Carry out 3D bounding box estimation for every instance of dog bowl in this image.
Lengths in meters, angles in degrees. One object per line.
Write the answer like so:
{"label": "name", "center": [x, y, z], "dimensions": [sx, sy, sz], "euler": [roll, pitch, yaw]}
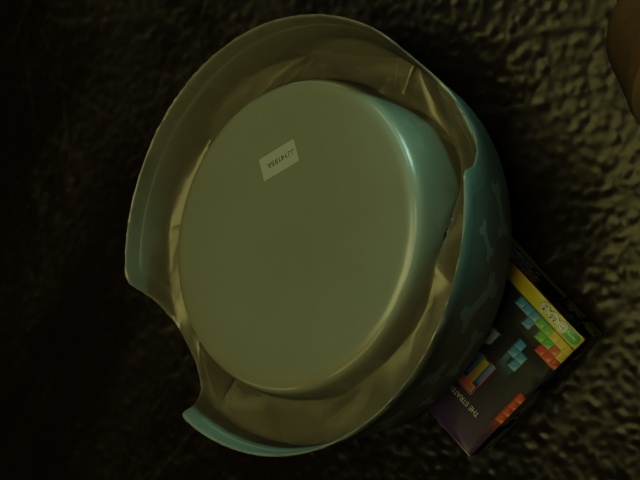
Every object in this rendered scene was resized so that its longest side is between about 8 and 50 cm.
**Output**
{"label": "dog bowl", "center": [0.000, 0.000, 1.383], "dimensions": [0.348, 0.102, 0.349], "euler": [-9, 75, 38]}

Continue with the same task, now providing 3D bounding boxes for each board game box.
{"label": "board game box", "center": [0.118, 0.063, 1.397], "dimensions": [0.170, 0.048, 0.141], "euler": [48, 111, 18]}

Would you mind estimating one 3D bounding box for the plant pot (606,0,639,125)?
{"label": "plant pot", "center": [0.298, -0.226, 1.194], "dimensions": [0.263, 0.263, 0.229], "euler": [-33, 59, 26]}
